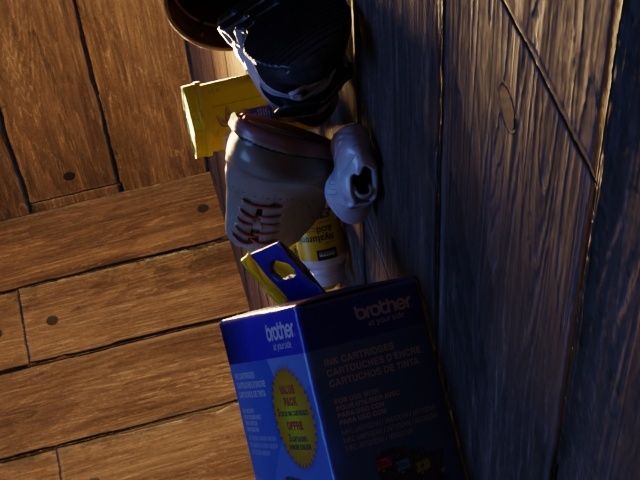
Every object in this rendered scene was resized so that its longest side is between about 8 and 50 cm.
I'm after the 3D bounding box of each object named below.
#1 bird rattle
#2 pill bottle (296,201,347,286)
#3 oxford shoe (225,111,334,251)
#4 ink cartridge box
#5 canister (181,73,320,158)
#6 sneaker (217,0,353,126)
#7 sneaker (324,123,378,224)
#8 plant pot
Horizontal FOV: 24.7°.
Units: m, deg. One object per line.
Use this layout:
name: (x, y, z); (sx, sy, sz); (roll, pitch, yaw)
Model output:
bird rattle: (-0.017, 0.033, 2.108); (0.253, 0.143, 0.207); (62, -159, -61)
pill bottle: (0.000, 0.000, 1.942); (0.065, 0.065, 0.116); (-127, 23, -73)
oxford shoe: (-0.048, -0.055, 1.714); (0.397, 0.140, 0.147); (50, -120, -82)
ink cartridge box: (0.021, 0.192, 1.577); (0.270, 0.151, 0.396); (160, 99, -68)
canister: (-0.086, -0.169, 1.869); (0.126, 0.169, 0.073); (100, 156, -73)
sneaker: (-0.013, -0.189, 1.574); (0.146, 0.122, 0.330); (60, 178, -18)
sneaker: (0.036, -0.057, 1.589); (0.152, 0.053, 0.061); (88, 164, -55)
plant pot: (-0.124, -0.364, 1.910); (0.167, 0.167, 0.165); (84, 179, -46)
